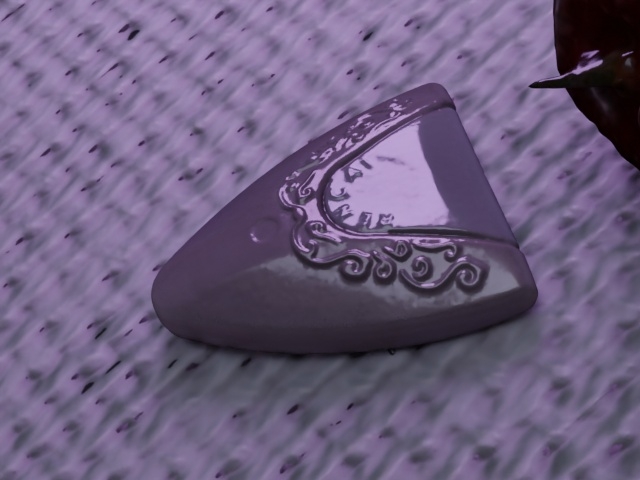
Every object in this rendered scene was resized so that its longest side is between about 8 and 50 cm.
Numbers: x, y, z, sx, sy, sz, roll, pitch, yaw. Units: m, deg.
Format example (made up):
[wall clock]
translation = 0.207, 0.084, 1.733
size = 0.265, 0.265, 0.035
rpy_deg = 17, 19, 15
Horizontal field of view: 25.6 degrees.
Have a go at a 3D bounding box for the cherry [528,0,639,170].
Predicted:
[cherry]
translation = 0.272, -0.132, 0.845
size = 0.300, 0.203, 0.230
rpy_deg = -26, 42, -10

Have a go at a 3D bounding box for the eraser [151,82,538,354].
[eraser]
translation = 0.000, -0.001, 0.942
size = 0.243, 0.059, 0.204
rpy_deg = -20, 50, 0
